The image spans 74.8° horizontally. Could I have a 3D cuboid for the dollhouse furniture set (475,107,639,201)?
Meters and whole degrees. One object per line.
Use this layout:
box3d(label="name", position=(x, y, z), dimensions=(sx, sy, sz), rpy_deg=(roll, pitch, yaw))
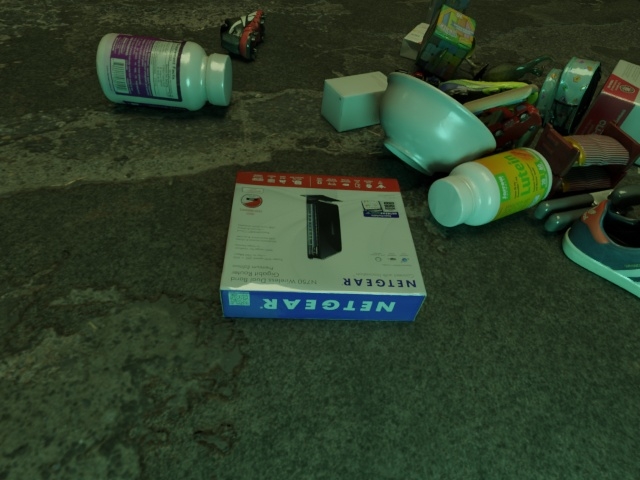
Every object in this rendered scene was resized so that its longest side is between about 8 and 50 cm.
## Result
box3d(label="dollhouse furniture set", position=(0.582, -0.278, 1.081), dimensions=(0.201, 0.152, 0.374), rpy_deg=(-8, 49, -15))

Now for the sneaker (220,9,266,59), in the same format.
box3d(label="sneaker", position=(-0.259, -0.706, 1.404), dimensions=(0.135, 0.097, 0.276), rpy_deg=(11, 48, -1))

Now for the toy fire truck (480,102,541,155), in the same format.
box3d(label="toy fire truck", position=(0.437, -0.283, 1.047), dimensions=(0.047, 0.192, 0.135), rpy_deg=(34, 39, -29))

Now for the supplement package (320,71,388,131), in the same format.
box3d(label="supplement package", position=(0.107, -0.382, 1.146), dimensions=(0.179, 0.105, 0.105), rpy_deg=(-18, 52, -24))

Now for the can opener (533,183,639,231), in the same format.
box3d(label="can opener", position=(0.608, -0.083, 0.942), dimensions=(0.280, 0.093, 0.074), rpy_deg=(-12, 54, -19))

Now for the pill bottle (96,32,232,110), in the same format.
box3d(label="pill bottle", position=(-0.387, -0.425, 1.075), dimensions=(0.302, 0.169, 0.169), rpy_deg=(5, 47, -4))

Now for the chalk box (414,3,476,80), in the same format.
box3d(label="chalk box", position=(0.397, -0.617, 1.337), dimensions=(0.132, 0.132, 0.213), rpy_deg=(24, 60, -6))

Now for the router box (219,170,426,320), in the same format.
box3d(label="router box", position=(0.000, 0.000, 0.787), dimensions=(0.336, 0.082, 0.301), rpy_deg=(2, 47, -6))

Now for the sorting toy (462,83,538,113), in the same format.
box3d(label="sorting toy", position=(0.420, -0.333, 1.023), dimensions=(0.193, 0.038, 0.208), rpy_deg=(-8, 16, 33))

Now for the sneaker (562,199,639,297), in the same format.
box3d(label="sneaker", position=(0.666, 0.039, 0.797), dimensions=(0.350, 0.148, 0.131), rpy_deg=(28, 50, 18))

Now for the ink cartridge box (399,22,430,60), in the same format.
box3d(label="ink cartridge box", position=(0.383, -0.725, 1.533), dimensions=(0.115, 0.067, 0.198), rpy_deg=(25, 50, 15))

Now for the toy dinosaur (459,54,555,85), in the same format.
box3d(label="toy dinosaur", position=(0.569, -0.502, 1.285), dimensions=(0.160, 0.121, 0.313), rpy_deg=(-4, 22, -15))

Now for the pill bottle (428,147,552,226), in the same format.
box3d(label="pill bottle", position=(0.360, -0.110, 0.903), dimensions=(0.246, 0.136, 0.136), rpy_deg=(-18, 52, -23))

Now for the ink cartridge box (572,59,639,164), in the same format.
box3d(label="ink cartridge box", position=(0.967, -0.327, 1.173), dimensions=(0.385, 0.160, 0.279), rpy_deg=(32, 51, 21))

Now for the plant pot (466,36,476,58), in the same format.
box3d(label="plant pot", position=(0.516, -0.722, 1.548), dimensions=(0.083, 0.083, 0.079), rpy_deg=(-18, 41, -23))

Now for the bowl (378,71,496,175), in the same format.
box3d(label="bowl", position=(0.241, -0.243, 0.974), dimensions=(0.298, 0.134, 0.298), rpy_deg=(34, 9, -6))

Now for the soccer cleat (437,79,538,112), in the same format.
box3d(label="soccer cleat", position=(0.490, -0.443, 1.244), dimensions=(0.289, 0.093, 0.121), rpy_deg=(1, 49, 5))

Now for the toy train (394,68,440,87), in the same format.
box3d(label="toy train", position=(0.315, -0.528, 1.358), dimensions=(0.158, 0.036, 0.027), rpy_deg=(15, 47, 7))

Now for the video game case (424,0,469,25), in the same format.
box3d(label="video game case", position=(0.531, -1.001, 1.661), dimensions=(0.204, 0.285, 0.025), rpy_deg=(-21, 54, -25))

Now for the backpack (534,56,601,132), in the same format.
box3d(label="backpack", position=(0.723, -0.435, 1.223), dimensions=(0.144, 0.188, 0.166), rpy_deg=(32, 52, 21))
